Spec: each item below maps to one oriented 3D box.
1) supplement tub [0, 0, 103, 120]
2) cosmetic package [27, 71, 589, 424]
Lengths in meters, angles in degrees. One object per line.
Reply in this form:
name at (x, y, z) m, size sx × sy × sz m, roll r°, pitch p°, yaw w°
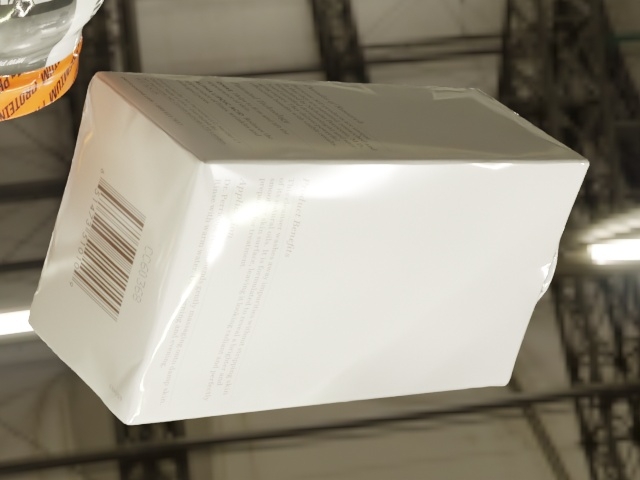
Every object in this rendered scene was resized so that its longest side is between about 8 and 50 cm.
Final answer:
supplement tub at (-0.222, -0.254, 1.009) m, size 0.207 × 0.338 × 0.207 m, roll 4°, pitch -147°, yaw -3°
cosmetic package at (0.000, 0.000, 1.282) m, size 0.385 × 0.217 × 0.156 m, roll -1°, pitch -152°, yaw -41°
